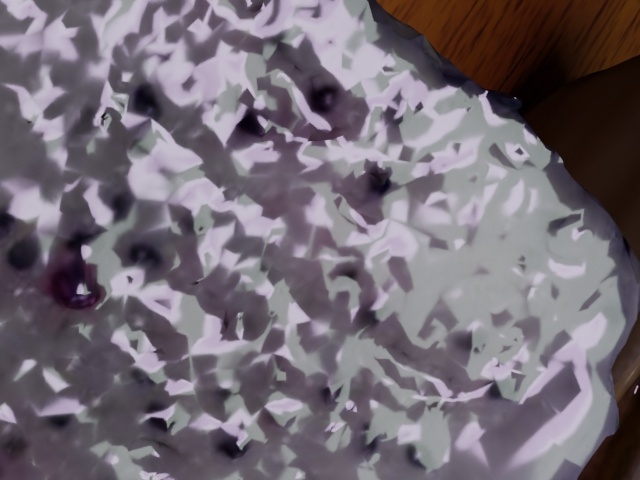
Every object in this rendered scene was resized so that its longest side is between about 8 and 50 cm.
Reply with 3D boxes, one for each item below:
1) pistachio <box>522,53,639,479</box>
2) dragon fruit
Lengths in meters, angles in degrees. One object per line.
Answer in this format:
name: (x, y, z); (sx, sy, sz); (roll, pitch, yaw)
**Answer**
pistachio: (0.175, 0.088, 0.957); (0.445, 0.281, 0.365); (-62, 166, 16)
dragon fruit: (-0.103, -0.013, 0.399); (0.283, 0.204, 0.221); (37, 87, -26)
